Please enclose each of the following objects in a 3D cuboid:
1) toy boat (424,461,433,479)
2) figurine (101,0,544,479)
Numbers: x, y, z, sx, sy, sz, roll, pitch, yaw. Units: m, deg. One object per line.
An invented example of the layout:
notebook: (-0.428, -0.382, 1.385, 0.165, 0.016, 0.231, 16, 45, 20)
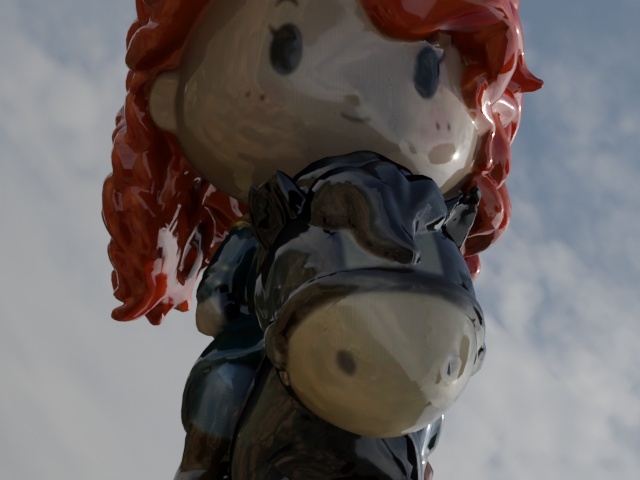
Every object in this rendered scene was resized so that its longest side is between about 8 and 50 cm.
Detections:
toy boat: (0.033, 0.218, 1.094, 0.099, 0.141, 0.318, 23, -28, 6)
figurine: (0.000, 0.004, 0.854, 0.411, 0.241, 0.306, -89, 178, -45)
